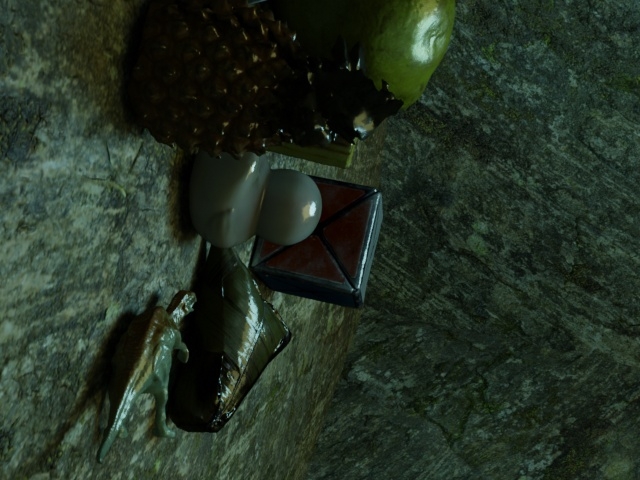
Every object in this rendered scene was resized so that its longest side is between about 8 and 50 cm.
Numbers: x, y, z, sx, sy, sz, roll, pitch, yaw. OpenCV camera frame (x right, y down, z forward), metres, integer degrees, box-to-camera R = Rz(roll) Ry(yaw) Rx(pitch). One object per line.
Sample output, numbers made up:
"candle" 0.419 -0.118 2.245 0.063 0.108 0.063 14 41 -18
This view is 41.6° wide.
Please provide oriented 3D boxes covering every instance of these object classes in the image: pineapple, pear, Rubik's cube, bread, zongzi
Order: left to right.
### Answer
"zongzi" -0.194 0.155 1.501 0.286 0.138 0.300 -52 135 -45
"pineapple" -0.057 -0.201 1.103 0.223 0.357 0.223 12 90 -77
"bread" -0.037 -0.242 1.527 0.110 0.234 0.184 91 14 -54
"Rubik's cube" 0.000 0.000 1.987 0.260 0.259 0.255 77 27 -76
"pear" 0.089 -0.454 1.632 0.352 0.352 0.413 -65 146 -54

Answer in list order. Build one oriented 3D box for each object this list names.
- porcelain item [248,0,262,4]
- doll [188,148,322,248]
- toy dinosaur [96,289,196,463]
"porcelain item" -0.062 -0.512 1.240 0.405 0.178 0.242 -72 167 -51
"doll" -0.103 -0.077 1.417 0.251 0.221 0.221 80 24 -59
"toy dinosaur" -0.260 0.208 1.201 0.393 0.092 0.205 -43 143 -71
